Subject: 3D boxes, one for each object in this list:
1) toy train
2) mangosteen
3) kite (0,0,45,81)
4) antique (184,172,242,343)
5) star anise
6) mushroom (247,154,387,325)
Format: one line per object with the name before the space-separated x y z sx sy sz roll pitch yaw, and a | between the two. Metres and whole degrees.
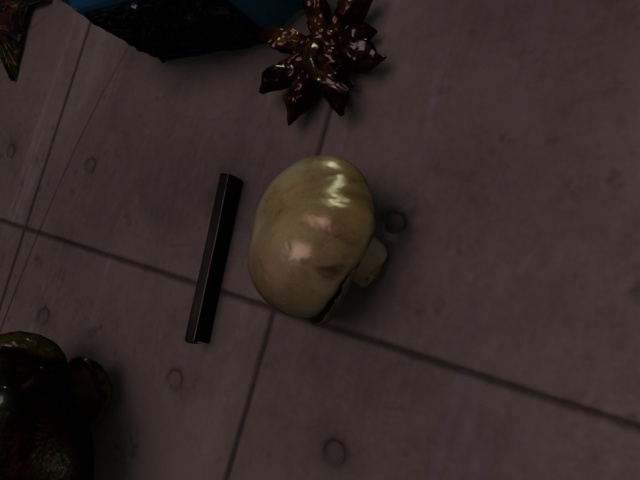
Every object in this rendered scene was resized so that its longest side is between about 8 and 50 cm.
toy train | -0.161 -0.361 0.694 0.300 0.188 0.265 2 83 31
mangosteen | -0.375 0.239 0.637 0.287 0.288 0.288 -9 73 30
kite | -0.552 -0.432 1.059 0.233 0.016 0.321 4 79 34
antique | -0.119 0.020 0.658 0.015 0.031 0.192 7 81 26
star anise | 0.000 -0.201 0.626 0.167 0.057 0.168 -11 67 29
mushroom | 0.000 0.000 0.542 0.154 0.122 0.154 -162 90 -72
